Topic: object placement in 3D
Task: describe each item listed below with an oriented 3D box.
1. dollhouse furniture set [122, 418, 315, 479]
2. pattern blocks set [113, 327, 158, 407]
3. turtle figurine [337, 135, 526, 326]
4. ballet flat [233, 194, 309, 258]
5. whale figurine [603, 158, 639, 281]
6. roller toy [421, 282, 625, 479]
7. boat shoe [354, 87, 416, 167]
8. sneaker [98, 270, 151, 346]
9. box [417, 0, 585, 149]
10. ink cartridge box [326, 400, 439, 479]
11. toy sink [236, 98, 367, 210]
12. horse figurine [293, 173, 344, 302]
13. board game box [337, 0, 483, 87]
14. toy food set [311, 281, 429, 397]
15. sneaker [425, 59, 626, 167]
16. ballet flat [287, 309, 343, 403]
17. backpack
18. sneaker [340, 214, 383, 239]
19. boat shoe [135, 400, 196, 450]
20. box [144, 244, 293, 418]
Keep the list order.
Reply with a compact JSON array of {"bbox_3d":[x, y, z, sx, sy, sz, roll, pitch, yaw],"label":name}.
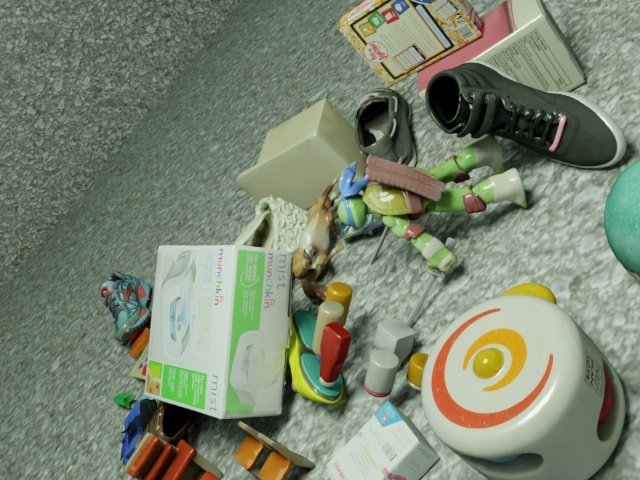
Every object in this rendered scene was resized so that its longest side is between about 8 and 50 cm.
[{"bbox_3d":[-0.178,0.382,0.990,0.259,0.135,0.262,8,61,55],"label":"dollhouse furniture set"},{"bbox_3d":[-0.331,0.227,1.471,0.286,0.026,0.324,7,60,55],"label":"pattern blocks set"},{"bbox_3d":[0.176,-0.035,1.061,0.267,0.274,0.198,-21,12,6],"label":"turtle figurine"},{"bbox_3d":[-0.134,0.082,1.287,0.147,0.147,0.408,-18,42,41],"label":"ballet flat"},{"bbox_3d":[0.432,-0.070,0.734,0.272,0.141,0.216,-46,30,1],"label":"whale figurine"},{"bbox_3d":[0.216,0.161,0.736,0.209,0.146,0.191,-45,31,4],"label":"roller toy"},{"bbox_3d":[0.121,-0.245,1.373,0.112,0.095,0.335,-35,33,21],"label":"boat shoe"},{"bbox_3d":[-0.490,0.159,1.637,0.104,0.125,0.262,-49,24,8],"label":"sneaker"},{"bbox_3d":[0.299,-0.290,1.148,0.232,0.149,0.126,-29,34,28],"label":"box"},{"bbox_3d":[0.077,0.284,0.865,0.122,0.052,0.088,-45,30,1],"label":"ink cartridge box"},{"bbox_3d":[-0.037,-0.169,1.434,0.234,0.153,0.131,-25,37,35],"label":"toy sink"},{"bbox_3d":[0.000,0.000,1.247,0.174,0.066,0.263,137,147,-60],"label":"horse figurine"},{"bbox_3d":[0.149,-0.359,1.127,0.194,0.147,0.045,-22,37,37],"label":"board game box"},{"bbox_3d":[0.059,0.166,0.976,0.232,0.111,0.104,36,127,39],"label":"toy food set"},{"bbox_3d":[0.275,-0.170,0.969,0.147,0.104,0.296,-24,47,-39],"label":"sneaker"},{"bbox_3d":[-0.019,0.201,1.077,0.077,0.077,0.231,-61,23,20],"label":"ballet flat"},{"bbox_3d":[-0.318,0.355,1.238,0.101,0.098,0.120,-45,31,11],"label":"backpack"},{"bbox_3d":[0.076,-0.027,1.233,0.135,0.058,0.052,161,118,-71],"label":"sneaker"},{"bbox_3d":[-0.255,0.308,1.195,0.073,0.073,0.207,-49,10,20],"label":"boat shoe"},{"bbox_3d":[-0.167,0.141,1.109,0.231,0.127,0.261,0,84,48],"label":"box"}]
